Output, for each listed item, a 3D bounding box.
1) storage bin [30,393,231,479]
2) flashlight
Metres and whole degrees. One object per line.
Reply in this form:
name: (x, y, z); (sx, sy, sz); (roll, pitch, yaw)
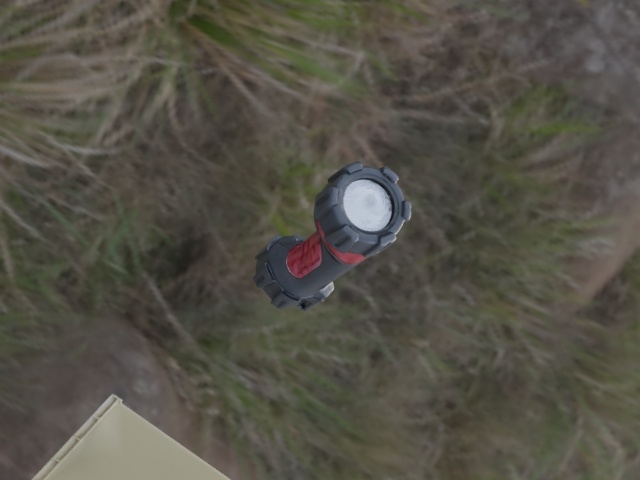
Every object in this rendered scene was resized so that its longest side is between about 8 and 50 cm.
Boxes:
storage bin: (-0.198, 0.341, 1.608); (0.260, 0.262, 0.123); (-48, 169, -43)
flashlight: (0.000, 0.000, 1.781); (0.103, 0.304, 0.103); (6, 73, -22)
